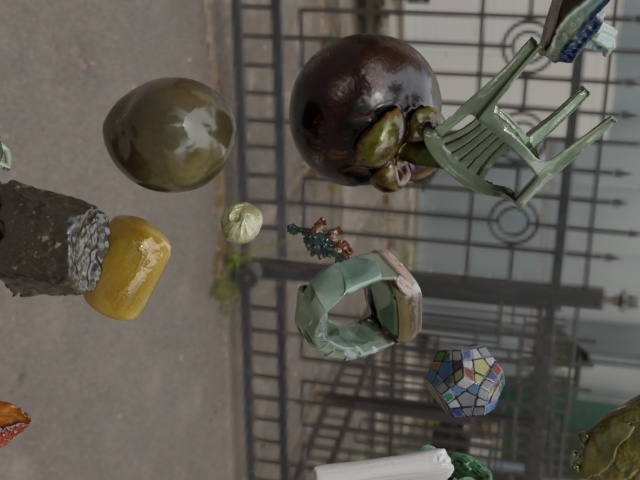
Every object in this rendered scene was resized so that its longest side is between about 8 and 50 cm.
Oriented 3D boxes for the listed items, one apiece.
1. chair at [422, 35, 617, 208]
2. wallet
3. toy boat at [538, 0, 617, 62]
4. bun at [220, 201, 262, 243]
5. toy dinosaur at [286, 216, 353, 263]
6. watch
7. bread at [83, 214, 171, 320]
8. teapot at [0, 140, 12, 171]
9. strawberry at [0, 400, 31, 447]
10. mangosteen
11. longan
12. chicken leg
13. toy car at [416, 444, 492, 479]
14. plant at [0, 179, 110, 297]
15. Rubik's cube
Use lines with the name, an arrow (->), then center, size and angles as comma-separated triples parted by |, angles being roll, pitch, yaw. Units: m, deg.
chair -> 0.311, -0.185, 1.578 | 0.274, 0.203, 0.190 | -44, -167, 18
wallet -> 0.085, 0.313, 1.272 | 0.095, 0.189, 0.033 | 81, 1, -62
toy boat -> 0.421, -0.351, 1.478 | 0.262, 0.115, 0.114 | 90, 11, -71
bun -> -0.155, -0.036, 1.796 | 0.055, 0.086, 0.086 | 42, 53, -57
toy dinosaur -> 0.000, 0.000, 1.443 | 0.055, 0.154, 0.049 | -44, 129, -20
watch -> 0.071, 0.142, 1.924 | 0.241, 0.162, 0.253 | -27, 138, -19
bread -> -0.397, 0.058, 1.900 | 0.217, 0.147, 0.098 | -66, 170, 12
teapot -> -0.552, -0.153, 1.580 | 0.088, 0.066, 0.057 | 37, 33, -33
strawberry -> -0.626, 0.333, 1.678 | 0.192, 0.140, 0.085 | -10, 121, -40
mangosteen -> 0.106, -0.229, 1.801 | 0.306, 0.347, 0.307 | -26, 144, -21
longan -> -0.266, -0.191, 1.692 | 0.246, 0.246, 0.215 | 33, 35, -75
chicken leg -> 0.642, 0.307, 1.723 | 0.152, 0.201, 0.429 | -40, 164, -55
toy car -> 0.119, 0.416, 1.450 | 0.136, 0.305, 0.125 | -151, -125, -62
plant -> -0.535, 0.001, 1.718 | 0.199, 0.276, 0.189 | 65, 38, -69
Rubik's cube -> 0.199, 0.192, 1.299 | 0.093, 0.111, 0.111 | -76, 166, -62
